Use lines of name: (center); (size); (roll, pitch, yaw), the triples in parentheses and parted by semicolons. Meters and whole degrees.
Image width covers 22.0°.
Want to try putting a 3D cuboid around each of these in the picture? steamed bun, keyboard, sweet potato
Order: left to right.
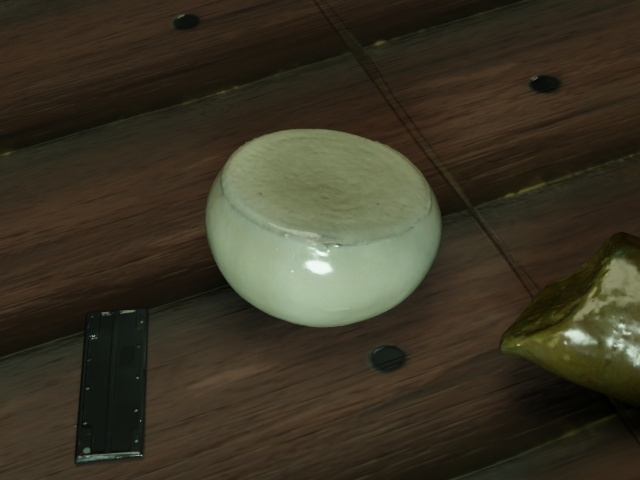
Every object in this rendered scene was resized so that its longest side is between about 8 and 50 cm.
keyboard: (-0.201, 0.136, 1.589); (0.067, 0.011, 0.202); (-5, 40, 0)
steamed bun: (0.000, 0.000, 1.614); (0.232, 0.145, 0.232); (6, 34, -4)
sweet potato: (0.351, 0.086, 1.469); (0.370, 0.158, 0.158); (13, 44, 12)
